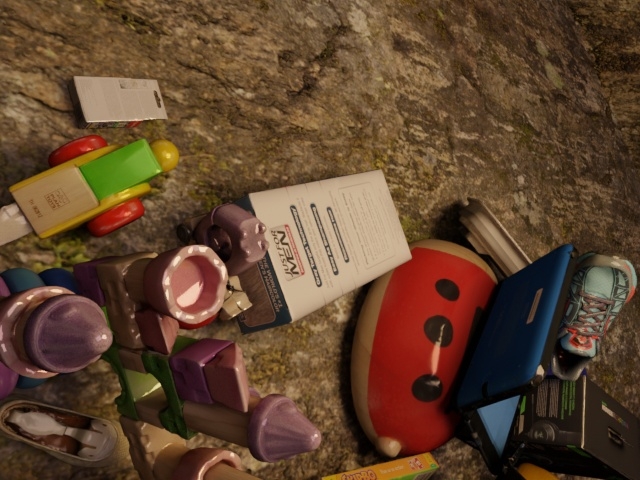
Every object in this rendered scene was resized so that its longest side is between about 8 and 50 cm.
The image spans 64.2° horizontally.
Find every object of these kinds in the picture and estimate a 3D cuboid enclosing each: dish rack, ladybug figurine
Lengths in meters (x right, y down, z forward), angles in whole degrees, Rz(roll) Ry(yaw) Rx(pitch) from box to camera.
[{"bbox_3d":[0.404,0.058,1.087,0.332,0.072,0.285,52,12,0],"label":"dish rack"},{"bbox_3d":[0.213,0.182,0.928,0.305,0.162,0.449,44,54,-24],"label":"ladybug figurine"}]

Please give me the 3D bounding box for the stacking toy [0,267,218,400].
[{"bbox_3d":[-0.250,0.086,0.576,0.330,0.141,0.141,-5,82,-47],"label":"stacking toy"}]

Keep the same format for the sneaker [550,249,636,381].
[{"bbox_3d":[0.451,0.137,0.853,0.125,0.104,0.261,-54,152,-46],"label":"sneaker"}]

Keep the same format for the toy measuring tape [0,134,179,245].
[{"bbox_3d":[-0.316,-0.033,0.585,0.330,0.121,0.121,-31,100,-19],"label":"toy measuring tape"}]

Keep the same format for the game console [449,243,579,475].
[{"bbox_3d":[0.342,0.192,0.820,0.173,0.250,0.293,39,51,-2],"label":"game console"}]

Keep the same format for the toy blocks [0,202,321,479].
[{"bbox_3d":[-0.097,0.130,0.471,0.309,0.260,0.288,-26,110,-51],"label":"toy blocks"}]

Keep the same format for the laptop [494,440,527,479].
[{"bbox_3d":[0.273,0.441,0.716,0.264,0.137,0.234,18,100,-59],"label":"laptop"}]

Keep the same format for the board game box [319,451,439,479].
[{"bbox_3d":[0.060,0.390,0.773,0.260,0.124,0.039,7,32,-42],"label":"board game box"}]

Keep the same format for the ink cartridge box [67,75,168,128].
[{"bbox_3d":[-0.272,-0.186,0.690,0.115,0.029,0.062,-15,88,-44],"label":"ink cartridge box"}]

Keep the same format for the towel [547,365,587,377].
[{"bbox_3d":[0.539,0.262,1.263,0.308,0.076,0.227,9,66,-39],"label":"towel"}]

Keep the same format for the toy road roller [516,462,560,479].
[{"bbox_3d":[0.439,0.561,0.921,0.202,0.330,0.240,-40,127,-40],"label":"toy road roller"}]

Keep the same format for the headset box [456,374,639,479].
[{"bbox_3d":[0.456,0.370,1.011,0.246,0.283,0.131,36,57,-30],"label":"headset box"}]

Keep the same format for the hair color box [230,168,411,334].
[{"bbox_3d":[0.000,0.000,0.789,0.347,0.105,0.173,-19,90,-53],"label":"hair color box"}]

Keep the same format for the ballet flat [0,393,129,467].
[{"bbox_3d":[-0.278,0.215,0.561,0.168,0.052,0.057,31,60,-32],"label":"ballet flat"}]
